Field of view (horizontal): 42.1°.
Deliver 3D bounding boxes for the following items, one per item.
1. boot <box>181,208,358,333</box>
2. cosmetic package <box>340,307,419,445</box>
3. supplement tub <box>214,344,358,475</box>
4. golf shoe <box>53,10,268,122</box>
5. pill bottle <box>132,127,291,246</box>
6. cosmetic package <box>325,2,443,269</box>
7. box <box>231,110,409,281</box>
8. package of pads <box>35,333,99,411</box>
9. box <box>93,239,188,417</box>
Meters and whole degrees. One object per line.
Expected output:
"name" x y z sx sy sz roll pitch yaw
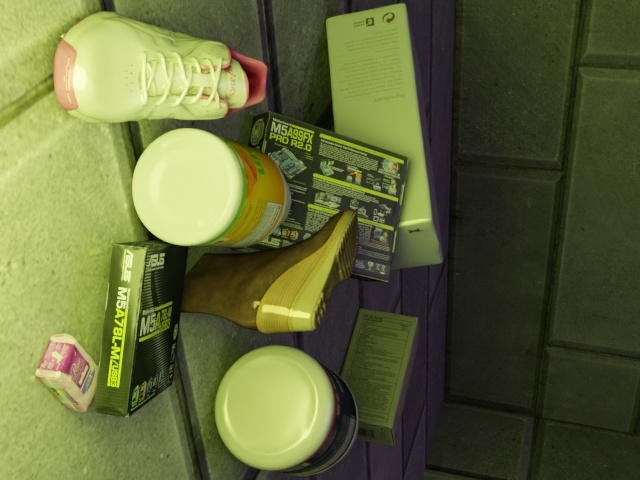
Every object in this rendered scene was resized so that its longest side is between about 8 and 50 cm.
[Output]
"boot" -0.068 0.027 1.151 0.248 0.207 0.090 -60 150 -47
"cosmetic package" 0.140 0.335 2.066 0.113 0.160 0.309 77 27 -51
"supplement tub" -0.045 0.287 1.369 0.272 0.191 0.191 52 47 -67
"golf shoe" -0.159 -0.181 0.888 0.306 0.140 0.115 -34 130 -67
"pill bottle" -0.122 -0.059 1.059 0.246 0.136 0.136 4 93 -74
"cosmetic package" 0.124 -0.191 1.591 0.230 0.161 0.453 57 27 -65
"box" 0.004 -0.063 1.324 0.270 0.060 0.216 14 80 -29
"package of pads" -0.260 0.139 0.867 0.083 0.032 0.050 75 24 -52
"box" -0.203 0.092 0.962 0.191 0.045 0.184 -8 107 -85
